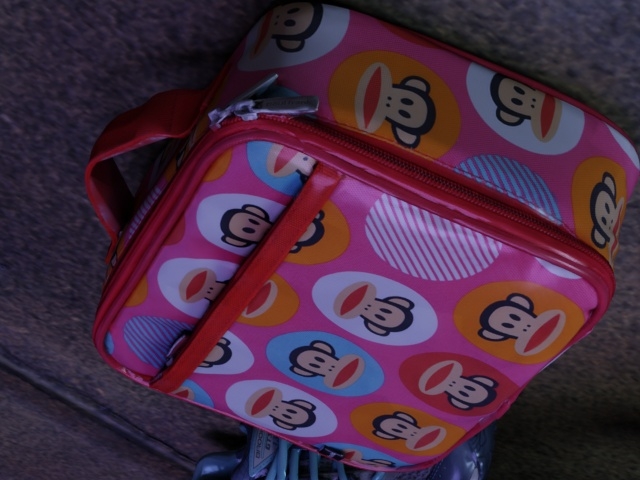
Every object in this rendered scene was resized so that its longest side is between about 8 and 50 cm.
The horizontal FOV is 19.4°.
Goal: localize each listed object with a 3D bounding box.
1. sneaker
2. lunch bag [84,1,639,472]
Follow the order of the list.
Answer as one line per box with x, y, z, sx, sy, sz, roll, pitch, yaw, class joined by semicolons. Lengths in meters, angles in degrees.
0.006;0.162;1.255;0.122;0.110;0.283;30;145;-21;sneaker
0.000;0.000;0.994;0.258;0.120;0.293;24;146;-10;lunch bag
